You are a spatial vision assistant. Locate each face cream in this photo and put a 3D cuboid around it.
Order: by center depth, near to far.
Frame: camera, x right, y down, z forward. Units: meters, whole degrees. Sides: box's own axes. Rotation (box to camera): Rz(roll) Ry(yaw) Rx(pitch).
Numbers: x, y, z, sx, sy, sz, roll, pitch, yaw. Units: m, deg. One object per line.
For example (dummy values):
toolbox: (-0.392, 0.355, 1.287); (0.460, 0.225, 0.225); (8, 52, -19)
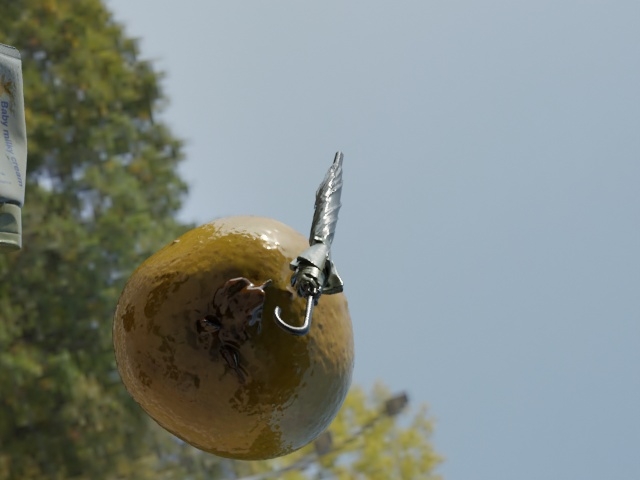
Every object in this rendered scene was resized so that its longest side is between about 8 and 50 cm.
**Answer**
face cream: (-0.347, -0.101, 1.648); (0.070, 0.114, 0.224); (-9, -101, 36)

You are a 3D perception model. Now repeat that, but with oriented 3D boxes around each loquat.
loquat: (-0.090, 0.102, 1.754); (0.275, 0.275, 0.275); (43, -41, 52)

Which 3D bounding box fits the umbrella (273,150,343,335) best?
umbrella: (0.005, 0.003, 1.209); (0.044, 0.044, 0.269); (-61, -175, 31)
